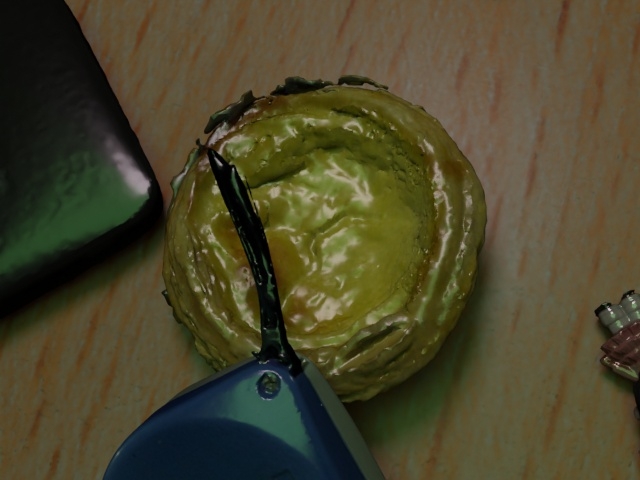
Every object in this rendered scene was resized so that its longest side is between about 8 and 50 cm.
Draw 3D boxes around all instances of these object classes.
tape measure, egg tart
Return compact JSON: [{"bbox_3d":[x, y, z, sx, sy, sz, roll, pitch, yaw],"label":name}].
[{"bbox_3d":[-0.076,0.134,0.630,0.215,0.098,0.351,-27,91,18],"label":"tape measure"},{"bbox_3d":[0.000,0.000,0.726,0.278,0.095,0.279,-5,69,13],"label":"egg tart"}]

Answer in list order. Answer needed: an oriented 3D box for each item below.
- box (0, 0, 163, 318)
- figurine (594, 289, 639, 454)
[{"bbox_3d":[-0.314,-0.068,0.812,0.290,0.073,0.289,-30,71,0],"label":"box"},{"bbox_3d":[0.247,0.102,0.667,0.072,0.054,0.129,-27,69,6],"label":"figurine"}]
